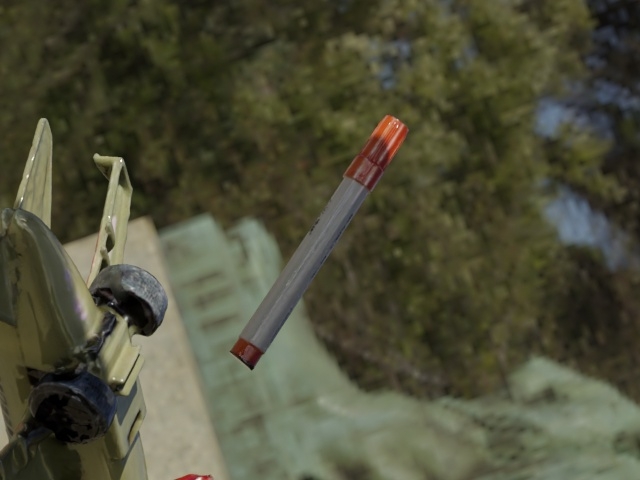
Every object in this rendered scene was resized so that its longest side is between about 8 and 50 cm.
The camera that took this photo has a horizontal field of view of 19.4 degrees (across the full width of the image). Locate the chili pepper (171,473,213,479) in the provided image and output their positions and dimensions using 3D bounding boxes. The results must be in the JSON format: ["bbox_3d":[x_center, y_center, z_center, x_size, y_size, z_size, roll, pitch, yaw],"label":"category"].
[{"bbox_3d":[-0.178,0.269,1.381,0.071,0.272,0.063,46,-17,-28],"label":"chili pepper"}]

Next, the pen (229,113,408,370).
[{"bbox_3d":[0.000,0.000,1.516,0.028,0.239,0.028,32,-11,7],"label":"pen"}]

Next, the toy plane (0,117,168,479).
[{"bbox_3d":[-0.125,0.076,0.926,0.242,0.104,0.256,-70,148,-46],"label":"toy plane"}]
